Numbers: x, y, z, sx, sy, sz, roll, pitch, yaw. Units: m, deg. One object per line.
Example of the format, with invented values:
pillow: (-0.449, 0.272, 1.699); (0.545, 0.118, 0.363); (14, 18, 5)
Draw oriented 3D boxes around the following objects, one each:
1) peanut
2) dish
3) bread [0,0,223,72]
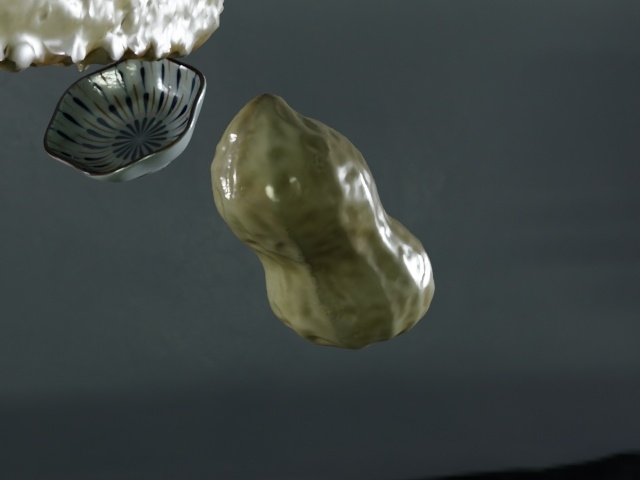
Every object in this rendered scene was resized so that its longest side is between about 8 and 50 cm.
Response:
peanut: (0.000, 0.000, 0.882); (0.123, 0.123, 0.256); (2, 150, 30)
dish: (-0.207, -0.122, 1.345); (0.191, 0.066, 0.190); (-10, -132, 12)
bread: (-0.271, -0.283, 0.805); (0.390, 0.279, 0.371); (21, -164, 20)
